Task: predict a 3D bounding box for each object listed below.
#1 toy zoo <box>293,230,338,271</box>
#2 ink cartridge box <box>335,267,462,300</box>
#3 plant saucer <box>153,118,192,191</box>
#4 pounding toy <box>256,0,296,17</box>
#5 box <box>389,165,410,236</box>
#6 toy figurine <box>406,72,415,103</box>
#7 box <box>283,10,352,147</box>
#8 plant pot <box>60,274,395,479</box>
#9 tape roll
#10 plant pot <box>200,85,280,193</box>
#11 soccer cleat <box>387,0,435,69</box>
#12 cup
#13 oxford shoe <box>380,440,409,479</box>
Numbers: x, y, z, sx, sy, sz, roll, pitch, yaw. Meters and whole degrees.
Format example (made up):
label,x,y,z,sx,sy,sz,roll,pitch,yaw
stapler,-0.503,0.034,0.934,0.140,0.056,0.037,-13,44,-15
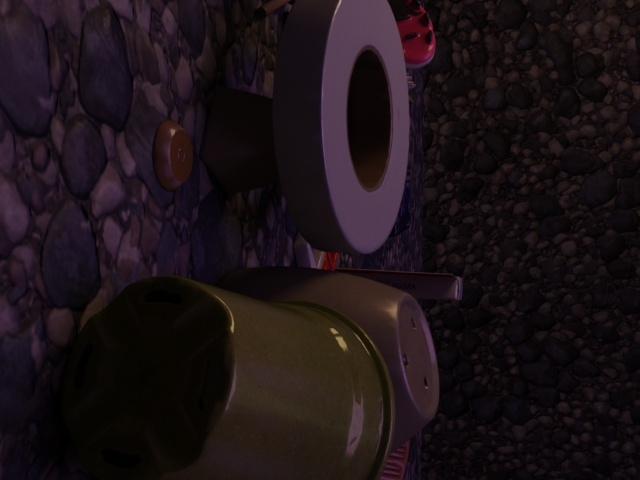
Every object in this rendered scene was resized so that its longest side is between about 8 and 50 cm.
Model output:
label,x,y,z,sx,sy,sz,roll,pitch,yaw
toy zoo,0.000,0.000,1.421,0.192,0.030,0.293,76,22,-47
ink cartridge box,0.171,0.100,1.603,0.239,0.275,0.060,14,78,-74
plant saucer,-0.165,-0.097,0.821,0.083,0.015,0.083,2,90,-75
pounding toy,-0.032,-0.471,1.086,0.183,0.110,0.236,-60,148,-60
box,0.180,-0.112,1.951,0.261,0.103,0.184,-24,118,-73
toy figurine,0.068,-0.283,1.537,0.217,0.191,0.362,-60,172,9
box,0.028,-0.273,1.273,0.163,0.142,0.247,-32,123,-72
plant pot,-0.097,0.156,0.701,0.254,0.276,0.276,41,51,-57
tape roll,0.045,-0.173,1.036,0.392,0.072,0.391,2,90,-68
plant pot,-0.087,-0.131,0.953,0.109,0.096,0.109,62,33,-63
soccer cleat,0.118,-0.434,1.408,0.331,0.116,0.143,60,-15,25
cup,0.024,0.175,0.979,0.331,0.237,0.331,47,36,-50
oxford shoe,0.057,0.280,1.286,0.140,0.146,0.396,26,42,-33
